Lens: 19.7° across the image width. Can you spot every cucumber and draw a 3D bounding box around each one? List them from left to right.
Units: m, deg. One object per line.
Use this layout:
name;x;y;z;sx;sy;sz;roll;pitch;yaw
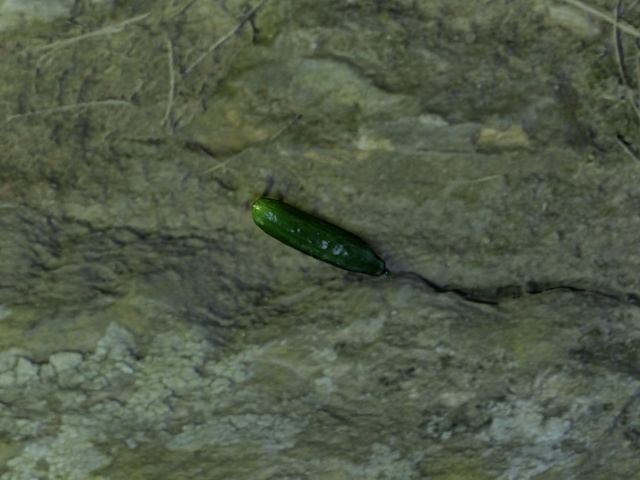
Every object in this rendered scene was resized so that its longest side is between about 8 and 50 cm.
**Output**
cucumber;0.000;0.000;1.641;0.155;0.037;0.037;26;113;-25
